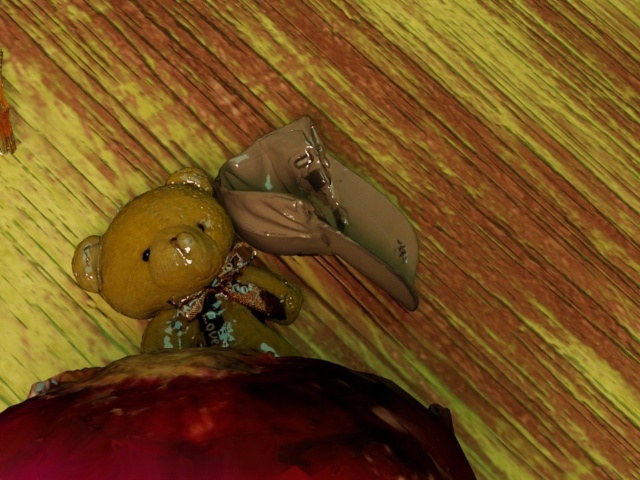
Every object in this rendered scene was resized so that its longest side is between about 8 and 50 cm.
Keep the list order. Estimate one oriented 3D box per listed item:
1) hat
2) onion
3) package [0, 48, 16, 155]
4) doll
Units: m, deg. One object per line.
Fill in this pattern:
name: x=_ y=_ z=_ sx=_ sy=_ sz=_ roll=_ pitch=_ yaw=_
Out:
hat: x=0.000 y=0.000 z=1.357 sx=0.175 sy=0.085 sz=0.147 roll=43 pitch=22 yaw=-13
onion: x=-0.048 y=0.249 z=0.978 sx=0.347 sy=0.348 sz=0.385 roll=-9 pitch=91 yaw=-29
package: x=-0.292 y=-0.107 z=1.344 sx=0.120 sy=0.031 sz=0.108 roll=2 pitch=51 yaw=-22
doll: x=-0.075 y=0.048 z=1.259 sx=0.137 sy=0.097 sz=0.209 roll=-34 pitch=76 yaw=-24
